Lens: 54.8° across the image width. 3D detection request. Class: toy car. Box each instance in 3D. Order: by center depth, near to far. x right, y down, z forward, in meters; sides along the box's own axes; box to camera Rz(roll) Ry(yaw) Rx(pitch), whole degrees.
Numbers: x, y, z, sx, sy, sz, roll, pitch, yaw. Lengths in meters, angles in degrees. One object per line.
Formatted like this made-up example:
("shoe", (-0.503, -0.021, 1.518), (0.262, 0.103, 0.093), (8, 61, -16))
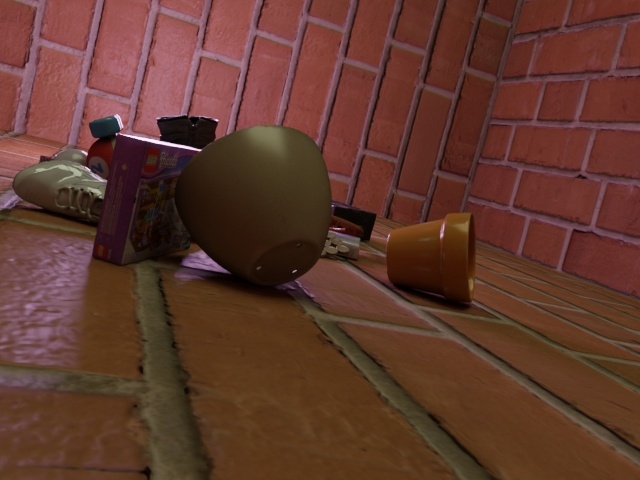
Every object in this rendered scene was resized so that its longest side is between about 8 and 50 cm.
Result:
("toy car", (-0.598, -0.182, 1.569), (0.237, 0.219, 0.210), (-18, 17, -11))

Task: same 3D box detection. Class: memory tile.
("memory tile", (0.000, 0.000, 1.645), (0.113, 0.012, 0.148), (-7, 35, -32))

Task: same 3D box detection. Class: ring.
("ring", (-0.029, -0.055, 1.939), (0.336, 0.032, 0.336), (13, -7, 2))

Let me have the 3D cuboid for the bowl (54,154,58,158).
("bowl", (-0.761, -0.224, 1.938), (0.142, 0.053, 0.142), (9, 9, -31))

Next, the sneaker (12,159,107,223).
("sneaker", (-0.466, -0.088, 1.259), (0.297, 0.111, 0.129), (11, 12, -22))

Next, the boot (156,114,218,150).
("boot", (-0.459, -0.252, 1.793), (0.338, 0.223, 0.118), (-14, 25, -27))

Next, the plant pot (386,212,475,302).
("plant pot", (0.257, 0.038, 1.435), (0.187, 0.205, 0.205), (1, 2, 19))

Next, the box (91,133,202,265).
("box", (-0.289, -0.075, 1.099), (0.057, 0.201, 0.293), (16, 7, 8))

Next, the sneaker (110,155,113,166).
("sneaker", (-0.374, -0.126, 1.236), (0.121, 0.099, 0.262), (26, 11, -10))

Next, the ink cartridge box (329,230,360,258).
("ink cartridge box", (0.014, -0.002, 1.784), (0.206, 0.045, 0.208), (14, 8, 3))

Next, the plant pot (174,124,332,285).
("plant pot", (-0.095, -0.033, 1.087), (0.284, 0.284, 0.191), (8, 44, -41))

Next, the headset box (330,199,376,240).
("headset box", (0.042, -0.086, 2.245), (0.218, 0.110, 0.293), (8, 10, -43))

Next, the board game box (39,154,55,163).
("board game box", (-0.704, -0.190, 1.757), (0.194, 0.060, 0.194), (11, 8, -19))
